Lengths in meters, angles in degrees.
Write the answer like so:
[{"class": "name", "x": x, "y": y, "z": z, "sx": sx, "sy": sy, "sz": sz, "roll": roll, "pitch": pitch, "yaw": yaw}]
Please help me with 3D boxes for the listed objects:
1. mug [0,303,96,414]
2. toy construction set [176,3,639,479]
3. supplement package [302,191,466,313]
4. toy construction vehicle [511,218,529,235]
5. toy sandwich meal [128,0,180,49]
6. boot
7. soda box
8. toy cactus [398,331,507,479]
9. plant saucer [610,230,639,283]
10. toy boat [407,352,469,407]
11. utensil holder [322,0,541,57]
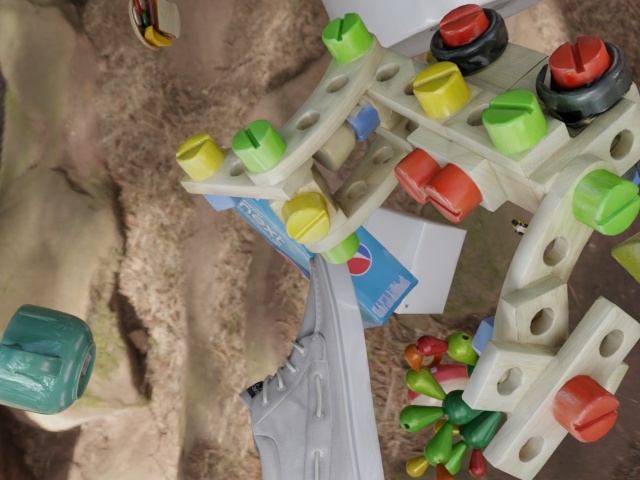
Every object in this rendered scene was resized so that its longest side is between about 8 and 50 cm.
[{"class": "mug", "x": -0.341, "y": 0.158, "z": 1.048, "sx": 0.097, "sy": 0.158, "sz": 0.129, "roll": 15, "pitch": 114, "yaw": -3}, {"class": "toy construction set", "x": 0.067, "y": -0.029, "z": 0.506, "sx": 0.215, "sy": 0.151, "sz": 0.328, "roll": -41, "pitch": 51, "yaw": -6}, {"class": "supplement package", "x": 0.139, "y": 0.028, "z": 1.848, "sx": 0.263, "sy": 0.198, "sz": 0.199, "roll": 19, "pitch": 97, "yaw": 35}, {"class": "toy construction vehicle", "x": 0.433, "y": -0.051, "z": 1.721, "sx": 0.086, "sy": 0.098, "sz": 0.035, "roll": -56, "pitch": 42, "yaw": 27}, {"class": "toy sandwich meal", "x": -0.202, "y": -0.272, "z": 1.031, "sx": 0.029, "sy": 0.085, "sz": 0.085, "roll": -9, "pitch": 70, "yaw": 19}, {"class": "boot", "x": -0.017, "y": 0.128, "z": 0.793, "sx": 0.123, "sy": 0.095, "sz": 0.258, "roll": -8, "pitch": 68, "yaw": -1}, {"class": "soda box", "x": 0.000, "y": 0.000, "z": 0.902, "sx": 0.210, "sy": 0.071, "sz": 0.067, "roll": 44, "pitch": 71, "yaw": -5}, {"class": "toy cactus", "x": 0.173, "y": 0.174, "z": 0.895, "sx": 0.180, "sy": 0.219, "sz": 0.112, "roll": -12, "pitch": 29, "yaw": -9}, {"class": "plant saucer", "x": 0.596, "y": 0.024, "z": 1.339, "sx": 0.188, "sy": 0.045, "sz": 0.188, "roll": -30, "pitch": 57, "yaw": -7}, {"class": "toy boat", "x": 0.240, "y": 0.275, "z": 1.740, "sx": 0.151, "sy": 0.231, "sz": 0.151, "roll": -23, "pitch": 80, "yaw": 5}, {"class": "utensil holder", "x": 0.107, "y": -0.447, "z": 1.061, "sx": 0.327, "sy": 0.327, "sz": 0.385, "roll": -18, "pitch": 95, "yaw": 27}]
